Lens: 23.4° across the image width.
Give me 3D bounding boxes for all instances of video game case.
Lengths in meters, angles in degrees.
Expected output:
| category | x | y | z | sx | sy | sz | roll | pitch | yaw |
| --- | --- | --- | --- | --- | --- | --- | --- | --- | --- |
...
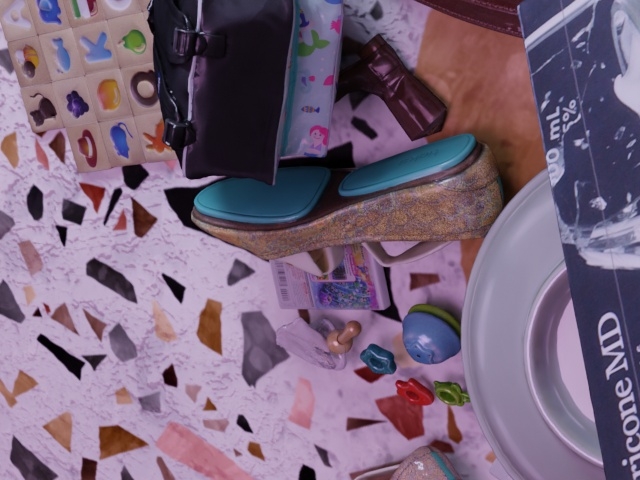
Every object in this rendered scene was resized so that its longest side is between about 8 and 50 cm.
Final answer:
| category | x | y | z | sx | sy | sz | roll | pitch | yaw |
| --- | --- | --- | --- | --- | --- | --- | --- | --- | --- |
| video game case | 0.000 | 0.000 | 1.682 | 0.143 | 0.019 | 0.157 | -1 | 107 | 36 |

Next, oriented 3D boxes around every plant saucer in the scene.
| category | x | y | z | sx | sy | sz | roll | pitch | yaw |
| --- | --- | --- | --- | --- | --- | --- | --- | --- | --- |
| plant saucer | 0.297 | 0.100 | 1.383 | 0.401 | 0.100 | 0.400 | 2 | 94 | 28 |

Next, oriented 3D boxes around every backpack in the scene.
| category | x | y | z | sx | sy | sz | roll | pitch | yaw |
| --- | --- | --- | --- | --- | --- | --- | --- | --- | --- |
| backpack | -0.082 | -0.195 | 1.536 | 0.253 | 0.191 | 0.225 | -122 | 35 | -58 |

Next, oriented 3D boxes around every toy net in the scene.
| category | x | y | z | sx | sy | sz | roll | pitch | yaw |
| --- | --- | --- | --- | --- | --- | --- | --- | --- | --- |
| toy net | 0.058 | 0.119 | 1.678 | 0.232 | 0.045 | 0.122 | 4 | 138 | 38 |

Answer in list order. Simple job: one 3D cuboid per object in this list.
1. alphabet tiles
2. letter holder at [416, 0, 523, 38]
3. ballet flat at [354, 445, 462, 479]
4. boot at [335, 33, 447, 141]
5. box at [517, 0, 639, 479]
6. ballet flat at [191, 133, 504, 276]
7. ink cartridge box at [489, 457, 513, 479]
| category | x | y | z | sx | sy | sz | roll | pitch | yaw |
| --- | --- | --- | --- | --- | --- | --- | --- | --- | --- |
| alphabet tiles | -0.234 | -0.224 | 1.766 | 0.343 | 0.011 | 0.285 | -6 | 106 | 37 |
| letter holder | 0.128 | -0.278 | 1.389 | 0.302 | 0.152 | 0.214 | 23 | 123 | 27 |
| ballet flat | 0.051 | 0.326 | 1.742 | 0.316 | 0.108 | 0.106 | -42 | 62 | 34 |
| boot | 0.065 | -0.136 | 1.570 | 0.114 | 0.037 | 0.106 | 48 | 131 | 4 |
| box | 0.426 | -0.047 | 1.035 | 0.472 | 0.297 | 0.479 | -36 | 50 | 43 |
| ballet flat | 0.026 | -0.021 | 1.578 | 0.349 | 0.123 | 0.123 | -10 | 103 | 29 |
| ink cartridge box | 0.327 | 0.209 | 1.503 | 0.275 | 0.060 | 0.239 | 35 | 126 | 20 |
